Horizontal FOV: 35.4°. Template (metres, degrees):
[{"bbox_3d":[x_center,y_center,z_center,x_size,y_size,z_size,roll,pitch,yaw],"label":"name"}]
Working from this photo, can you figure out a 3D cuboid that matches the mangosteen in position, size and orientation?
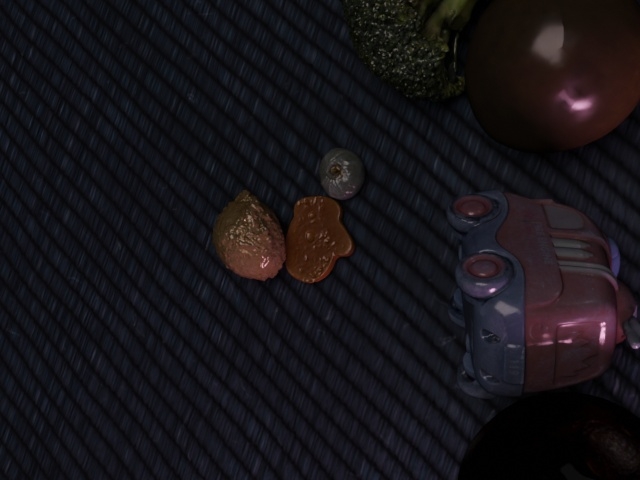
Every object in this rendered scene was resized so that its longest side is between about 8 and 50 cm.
[{"bbox_3d":[0.295,0.325,1.213,0.297,0.313,0.297,-12,67,31],"label":"mangosteen"}]

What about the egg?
[{"bbox_3d":[-0.110,-0.004,1.574,0.118,0.116,0.140,-43,67,35],"label":"egg"}]

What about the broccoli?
[{"bbox_3d":[0.198,-0.369,1.507,0.361,0.252,0.221,-32,67,-24],"label":"broccoli"}]

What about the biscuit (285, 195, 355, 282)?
[{"bbox_3d":[0.001,0.000,1.574,0.118,0.023,0.140,15,84,25],"label":"biscuit"}]

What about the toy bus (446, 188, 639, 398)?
[{"bbox_3d":[0.286,0.065,1.311,0.232,0.197,0.294,-3,34,5],"label":"toy bus"}]

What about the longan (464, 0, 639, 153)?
[{"bbox_3d":[0.322,-0.247,1.375,0.258,0.258,0.258,-5,76,22],"label":"longan"}]

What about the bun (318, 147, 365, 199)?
[{"bbox_3d":[0.032,-0.106,1.572,0.083,0.045,0.083,-5,79,27],"label":"bun"}]
